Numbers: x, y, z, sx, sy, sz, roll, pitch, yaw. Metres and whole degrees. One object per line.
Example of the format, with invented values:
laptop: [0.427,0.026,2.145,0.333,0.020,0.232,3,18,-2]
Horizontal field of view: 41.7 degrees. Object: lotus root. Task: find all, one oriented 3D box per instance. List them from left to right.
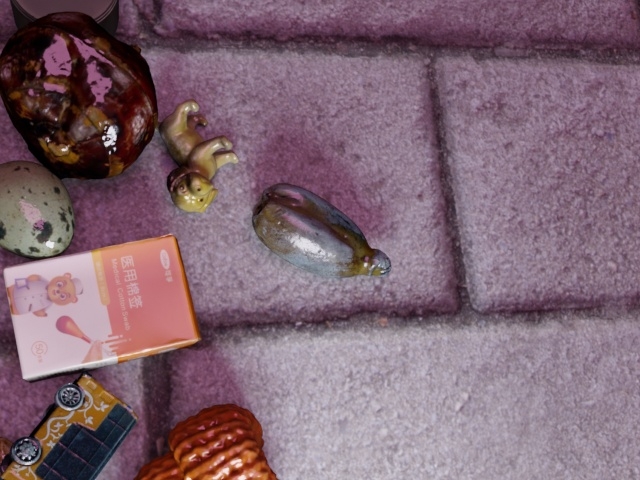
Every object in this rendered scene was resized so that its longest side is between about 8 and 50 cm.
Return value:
lotus root: [0.000,0.000,1.817,0.322,0.140,0.158,31,47,-11]

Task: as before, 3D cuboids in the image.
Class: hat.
hat: [-0.273,0.480,1.591,0.401,0.285,0.285,-19,82,-2]

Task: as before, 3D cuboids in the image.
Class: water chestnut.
water chestnut: [-0.465,-0.308,1.691,0.335,0.335,0.347,39,58,-3]

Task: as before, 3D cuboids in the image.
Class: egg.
egg: [-0.574,-0.054,1.652,0.177,0.177,0.228,-33,66,-19]

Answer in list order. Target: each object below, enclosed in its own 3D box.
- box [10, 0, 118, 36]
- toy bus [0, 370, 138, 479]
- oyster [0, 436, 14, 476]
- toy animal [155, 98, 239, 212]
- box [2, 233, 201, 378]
box: [-0.544,-0.522,1.795,0.226,0.149,0.226,3,75,-13]
toy bus: [-0.479,0.401,1.556,0.167,0.138,0.275,39,48,-5]
oyster: [-0.552,0.500,1.589,0.345,0.078,0.129,48,50,-2]
toy animal: [-0.271,-0.182,1.803,0.169,0.121,0.233,-27,80,-5]
box: [-0.429,0.136,1.670,0.342,0.143,0.224,-12,80,-15]
